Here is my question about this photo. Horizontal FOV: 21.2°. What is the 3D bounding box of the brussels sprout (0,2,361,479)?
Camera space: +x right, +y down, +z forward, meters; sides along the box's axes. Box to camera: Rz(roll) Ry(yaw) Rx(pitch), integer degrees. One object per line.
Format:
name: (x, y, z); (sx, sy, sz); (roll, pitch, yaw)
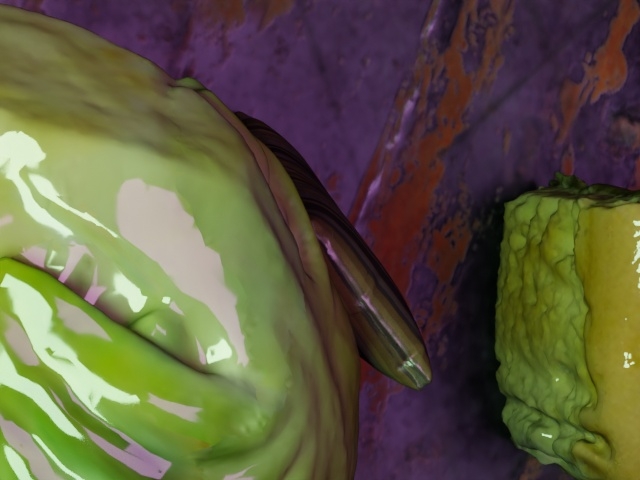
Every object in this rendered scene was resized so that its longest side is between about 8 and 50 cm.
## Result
brussels sprout: (-0.131, 0.074, 0.768); (0.344, 0.268, 0.344); (-8, 118, -15)

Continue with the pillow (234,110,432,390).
pillow: (0.000, 0.000, 0.911); (0.038, 0.203, 0.113); (-35, 112, 1)

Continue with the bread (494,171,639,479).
bread: (0.209, 0.085, 1.027); (0.262, 0.204, 0.162); (46, 77, -14)
